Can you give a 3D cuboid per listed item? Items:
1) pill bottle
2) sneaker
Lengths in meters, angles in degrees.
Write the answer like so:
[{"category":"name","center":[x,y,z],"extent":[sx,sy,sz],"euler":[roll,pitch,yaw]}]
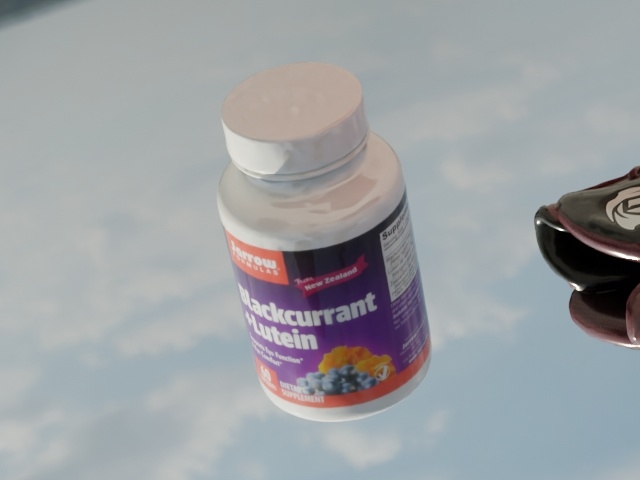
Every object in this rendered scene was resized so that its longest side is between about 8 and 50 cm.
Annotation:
[{"category":"pill bottle","center":[0.000,0.000,1.095],"extent":[0.108,0.193,0.108],"euler":[-8,-145,6]},{"category":"sneaker","center":[0.182,-0.035,0.886],"extent":[0.162,0.106,0.281],"euler":[-8,-156,16]}]
